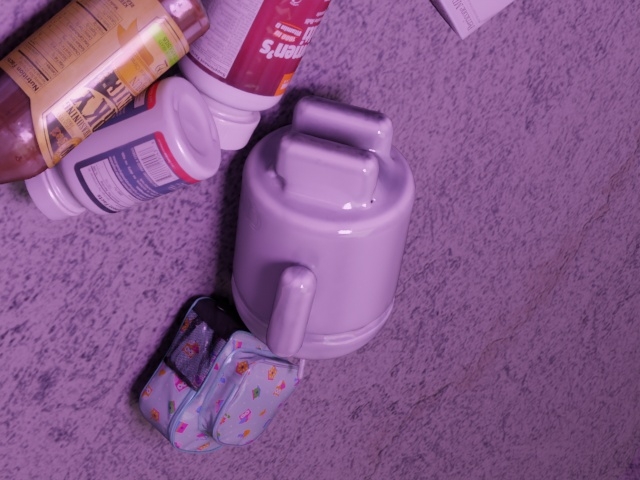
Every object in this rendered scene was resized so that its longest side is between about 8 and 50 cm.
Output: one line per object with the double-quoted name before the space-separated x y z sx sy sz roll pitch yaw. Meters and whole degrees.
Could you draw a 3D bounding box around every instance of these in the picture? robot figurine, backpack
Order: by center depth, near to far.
"robot figurine" 0.000 0.000 1.918 0.300 0.200 0.353 -63 166 -46
"backpack" -0.128 0.182 2.036 0.188 0.144 0.166 -50 153 13

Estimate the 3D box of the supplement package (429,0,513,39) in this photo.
"supplement package" 0.108 -0.362 1.601 0.145 0.204 0.262 -37 151 5

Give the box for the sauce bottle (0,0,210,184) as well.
"sauce bottle" -0.262 -0.135 1.548 0.344 0.111 0.111 -42 148 -6

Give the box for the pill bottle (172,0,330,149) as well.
"pill bottle" -0.075 -0.210 1.669 0.121 0.121 0.221 -2 128 -48

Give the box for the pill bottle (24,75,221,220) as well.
"pill bottle" -0.201 -0.086 1.628 0.180 0.108 0.108 -19 154 20
